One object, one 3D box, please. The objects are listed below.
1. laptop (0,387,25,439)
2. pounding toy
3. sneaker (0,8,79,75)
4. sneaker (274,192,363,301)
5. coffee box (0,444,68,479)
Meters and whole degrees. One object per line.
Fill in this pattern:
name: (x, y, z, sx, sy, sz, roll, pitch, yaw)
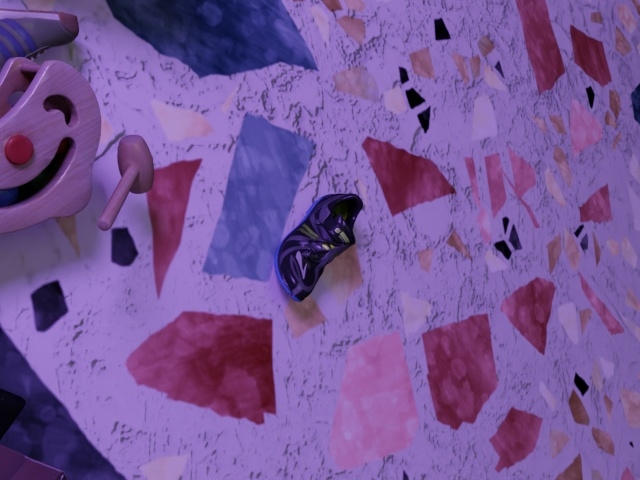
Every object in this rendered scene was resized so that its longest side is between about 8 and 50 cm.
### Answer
laptop: (-0.389, 0.211, 0.638, 0.234, 0.136, 0.264, 35, 92, -33)
pounding toy: (-0.271, -0.089, 0.808, 0.270, 0.155, 0.154, -25, 118, -45)
sneaker: (-0.336, -0.193, 0.875, 0.192, 0.064, 0.086, -11, 99, -48)
sneaker: (0.000, 0.000, 1.125, 0.067, 0.078, 0.188, 49, 50, -22)
coffee box: (-0.245, 0.327, 0.693, 0.168, 0.119, 0.297, -50, 137, -40)
